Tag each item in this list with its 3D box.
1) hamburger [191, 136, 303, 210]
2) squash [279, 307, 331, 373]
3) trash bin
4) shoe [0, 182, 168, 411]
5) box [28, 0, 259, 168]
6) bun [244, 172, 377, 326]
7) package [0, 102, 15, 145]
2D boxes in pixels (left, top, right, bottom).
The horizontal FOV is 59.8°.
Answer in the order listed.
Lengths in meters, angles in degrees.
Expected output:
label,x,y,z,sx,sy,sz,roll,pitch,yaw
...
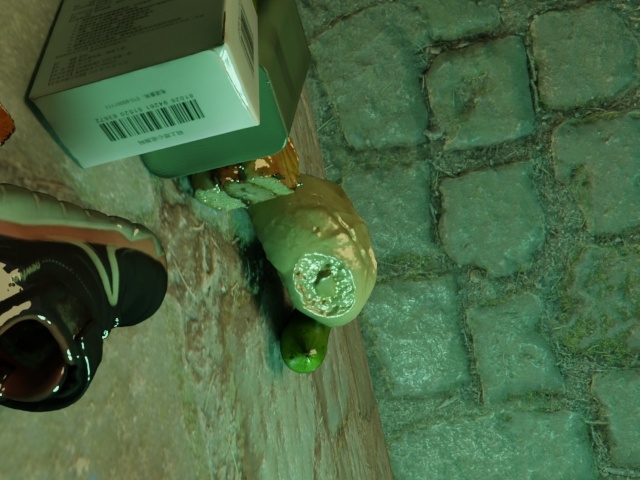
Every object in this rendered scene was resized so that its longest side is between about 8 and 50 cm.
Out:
label,x,y,z,sx,sy,sz,roll,pitch,yaw
hamburger,-0.127,-0.142,0.979,0.282,0.155,0.246,48,27,-63
squash,-0.029,0.207,1.257,0.395,0.107,0.107,-69,146,-79
trash bin,-0.146,-0.251,0.832,0.344,0.222,0.158,-85,161,-55
shoe,-0.192,0.052,0.406,0.291,0.114,0.137,38,35,-73
box,-0.178,-0.237,0.626,0.106,0.199,0.300,68,12,-50
bun,0.002,-0.005,1.202,0.364,0.202,0.364,58,7,-11
package,-0.272,-0.123,0.430,0.077,0.033,0.111,-128,-151,-50
